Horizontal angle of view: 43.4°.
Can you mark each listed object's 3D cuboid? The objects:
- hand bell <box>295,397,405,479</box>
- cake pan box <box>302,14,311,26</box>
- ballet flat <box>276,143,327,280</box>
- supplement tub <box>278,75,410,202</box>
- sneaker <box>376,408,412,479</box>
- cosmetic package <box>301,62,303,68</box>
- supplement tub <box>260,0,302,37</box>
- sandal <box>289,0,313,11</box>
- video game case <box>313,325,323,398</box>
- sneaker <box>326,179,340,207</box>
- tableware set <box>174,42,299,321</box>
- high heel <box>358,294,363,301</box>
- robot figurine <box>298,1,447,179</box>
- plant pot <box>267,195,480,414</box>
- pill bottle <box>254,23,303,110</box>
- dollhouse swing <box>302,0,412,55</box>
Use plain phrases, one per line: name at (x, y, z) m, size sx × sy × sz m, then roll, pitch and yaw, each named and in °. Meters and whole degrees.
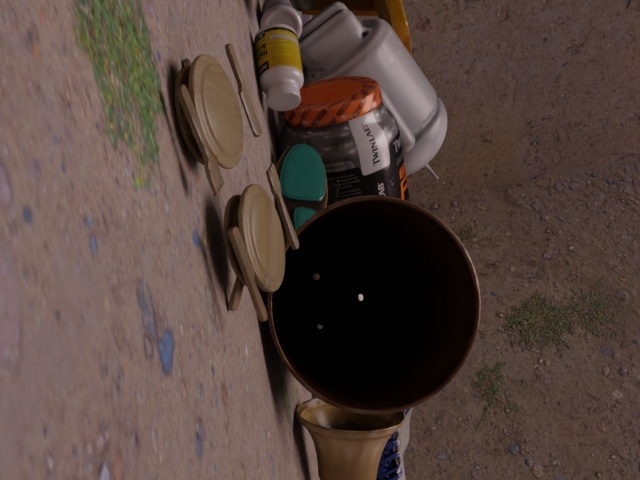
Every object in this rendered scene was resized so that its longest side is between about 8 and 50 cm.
hand bell at (0.029, 0.315, 0.938) m, size 0.126 × 0.126 × 0.242 m, roll -72°, pitch 164°, yaw -82°
cake pan box at (-0.032, -0.432, 2.056) m, size 0.267 × 0.070 × 0.245 m, roll -94°, pitch 171°, yaw -55°
ballet flat at (-0.031, -0.034, 1.111) m, size 0.073 × 0.080 × 0.232 m, roll 117°, pitch -23°, yaw -45°
supplement tub at (0.043, -0.089, 1.291) m, size 0.193 × 0.194 × 0.316 m, roll -93°, pitch 172°, yaw -62°
sneaker at (0.098, 0.351, 1.301) m, size 0.315 × 0.128 × 0.182 m, roll 92°, pitch -7°, yaw -56°
cosmetic package at (-0.005, -0.282, 1.708) m, size 0.309 × 0.113 × 0.160 m, roll 62°, pitch 19°, yaw -80°
supplement tub at (-0.065, -0.371, 1.348) m, size 0.107 × 0.071 × 0.071 m, roll -94°, pitch 173°, yaw -61°
sandal at (-0.084, -0.445, 1.242) m, size 0.120 × 0.086 × 0.302 m, roll 66°, pitch -2°, yaw -51°
video game case at (-0.001, 0.181, 1.218) m, size 0.173 × 0.022 × 0.190 m, roll 24°, pitch 56°, yaw -86°
sneaker at (0.000, -0.001, 1.197) m, size 0.051 × 0.089 × 0.170 m, roll -87°, pitch 167°, yaw -74°
tableware set at (-0.073, -0.046, 0.624) m, size 0.128 × 0.039 × 0.194 m, roll -68°, pitch 144°, yaw -61°
high heel at (0.032, 0.112, 1.606) m, size 0.181 × 0.127 × 0.377 m, roll 116°, pitch -28°, yaw -42°
robot figurine at (0.095, -0.252, 1.450) m, size 0.353 × 0.200 × 0.300 m, roll 50°, pitch 13°, yaw -26°
plant pot at (0.036, 0.069, 0.902) m, size 0.230 × 0.215 × 0.215 m, roll 161°, pitch -80°, yaw -80°
pill bottle at (-0.058, -0.247, 1.156) m, size 0.065 × 0.065 × 0.116 m, roll 72°, pitch 8°, yaw -65°
dollhouse swing at (0.027, -0.484, 1.607) m, size 0.347 × 0.315 × 0.304 m, roll 53°, pitch 39°, yaw -82°
